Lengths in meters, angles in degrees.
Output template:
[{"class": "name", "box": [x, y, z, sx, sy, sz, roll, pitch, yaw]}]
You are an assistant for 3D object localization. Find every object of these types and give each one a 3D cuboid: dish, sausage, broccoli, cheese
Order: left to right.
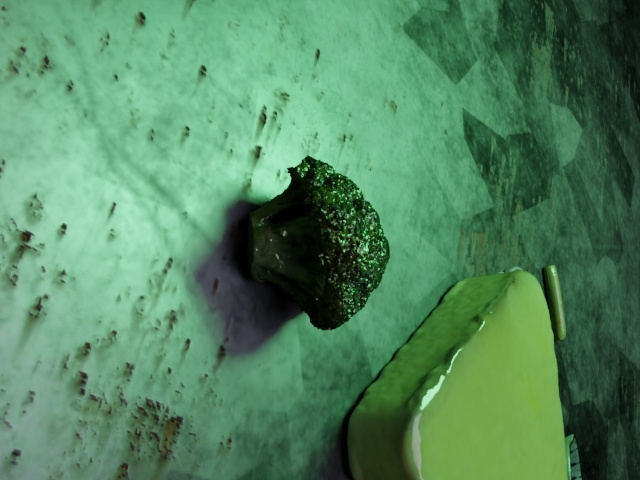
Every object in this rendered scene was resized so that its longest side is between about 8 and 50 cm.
[{"class": "broccoli", "box": [0.000, 0.000, 0.587, 0.137, 0.146, 0.162, 0, 101, -15]}, {"class": "cheese", "box": [0.215, 0.260, 0.771, 0.383, 0.104, 0.384, 12, 73, -45]}, {"class": "sausage", "box": [0.414, 0.110, 1.072, 0.024, 0.024, 0.132, -1, 81, -47]}, {"class": "dish", "box": [0.351, 0.384, 0.903, 0.190, 0.066, 0.191, 28, 58, -59]}]

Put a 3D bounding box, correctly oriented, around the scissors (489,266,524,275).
[{"class": "scissors", "box": [0.317, 0.163, 0.953, 0.118, 0.030, 0.242, -12, 86, -47]}]
